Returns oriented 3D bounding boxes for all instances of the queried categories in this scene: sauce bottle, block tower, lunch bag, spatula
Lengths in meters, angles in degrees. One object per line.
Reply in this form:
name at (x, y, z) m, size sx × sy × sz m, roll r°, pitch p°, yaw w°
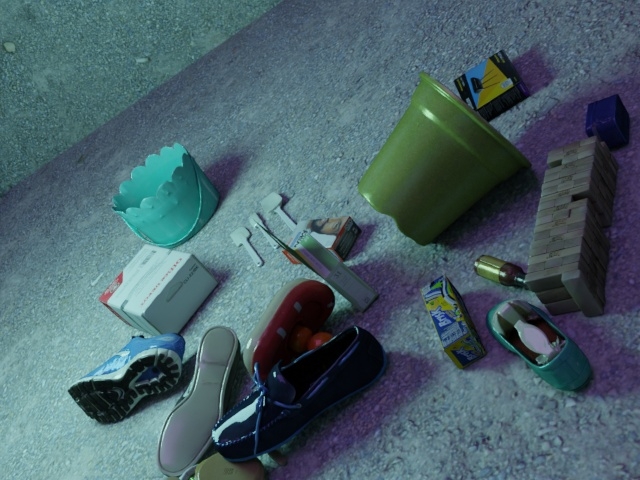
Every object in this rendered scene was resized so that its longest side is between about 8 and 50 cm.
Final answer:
sauce bottle at (0.314, 0.057, 1.412) m, size 0.042 × 0.042 × 0.128 m, roll -47°, pitch 31°, yaw -9°
block tower at (0.413, -0.030, 1.359) m, size 0.097 × 0.091 × 0.335 m, roll -18°, pitch 37°, yaw 37°
lunch bag at (0.513, -0.213, 1.504) m, size 0.065 × 0.067 × 0.098 m, roll -17°, pitch 37°, yaw 36°
spatula at (-0.139, -0.030, 2.085) m, size 0.168 × 0.019 × 0.242 m, roll -42°, pitch 29°, yaw -1°

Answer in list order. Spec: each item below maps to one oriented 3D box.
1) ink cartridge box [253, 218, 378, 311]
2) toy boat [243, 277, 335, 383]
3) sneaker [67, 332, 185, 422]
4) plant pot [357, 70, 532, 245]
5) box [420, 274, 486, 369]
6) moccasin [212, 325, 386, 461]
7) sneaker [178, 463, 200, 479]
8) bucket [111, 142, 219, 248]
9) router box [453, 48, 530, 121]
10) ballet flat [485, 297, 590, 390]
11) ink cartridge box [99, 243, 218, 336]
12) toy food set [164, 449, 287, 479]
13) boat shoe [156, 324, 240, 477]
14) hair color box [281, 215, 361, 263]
ink cartridge box at (-0.011, 0.032, 1.631) m, size 0.056 × 0.235 × 0.171 m, roll -48°, pitch 29°, yaw -1°
toy boat at (-0.033, 0.186, 1.586) m, size 0.151 × 0.151 × 0.231 m, roll 19°, pitch 62°, yaw 23°
sneaker at (-0.433, 0.306, 1.914) m, size 0.330 × 0.130 × 0.147 m, roll -25°, pitch 19°, yaw 22°
plant pot at (0.215, -0.139, 1.601) m, size 0.254 × 0.276 × 0.276 m, roll -49°, pitch 28°, yaw 11°
box at (0.221, 0.134, 1.401) m, size 0.054 × 0.059 × 0.169 m, roll -33°, pitch 31°, yaw 13°
moccasin at (-0.054, 0.251, 1.464) m, size 0.342 × 0.117 × 0.138 m, roll -35°, pitch 40°, yaw -3°
sneaker at (-0.285, 0.479, 1.460) m, size 0.115 × 0.090 × 0.232 m, roll -40°, pitch -18°, yaw 34°
bucket at (-0.437, -0.121, 2.392) m, size 0.281 × 0.183 × 0.281 m, roll -30°, pitch 32°, yaw 21°
router box at (0.377, -0.340, 1.855) m, size 0.133 × 0.046 × 0.179 m, roll -32°, pitch 31°, yaw 17°
ballet flat at (0.314, 0.135, 1.262) m, size 0.083 × 0.087 × 0.247 m, roll -42°, pitch 29°, yaw 0°
ink cartridge box at (-0.410, 0.127, 2.101) m, size 0.197 × 0.114 × 0.273 m, roll -52°, pitch 30°, yaw -19°
toy food set at (-0.160, 0.413, 1.453) m, size 0.192 × 0.039 × 0.132 m, roll -25°, pitch 35°, yaw -31°
boat shoe at (-0.231, 0.330, 1.669) m, size 0.112 × 0.095 × 0.335 m, roll 10°, pitch 53°, yaw 10°
hair color box at (0.000, 0.000, 1.846) m, size 0.167 × 0.053 × 0.093 m, roll -4°, pitch 46°, yaw 46°
